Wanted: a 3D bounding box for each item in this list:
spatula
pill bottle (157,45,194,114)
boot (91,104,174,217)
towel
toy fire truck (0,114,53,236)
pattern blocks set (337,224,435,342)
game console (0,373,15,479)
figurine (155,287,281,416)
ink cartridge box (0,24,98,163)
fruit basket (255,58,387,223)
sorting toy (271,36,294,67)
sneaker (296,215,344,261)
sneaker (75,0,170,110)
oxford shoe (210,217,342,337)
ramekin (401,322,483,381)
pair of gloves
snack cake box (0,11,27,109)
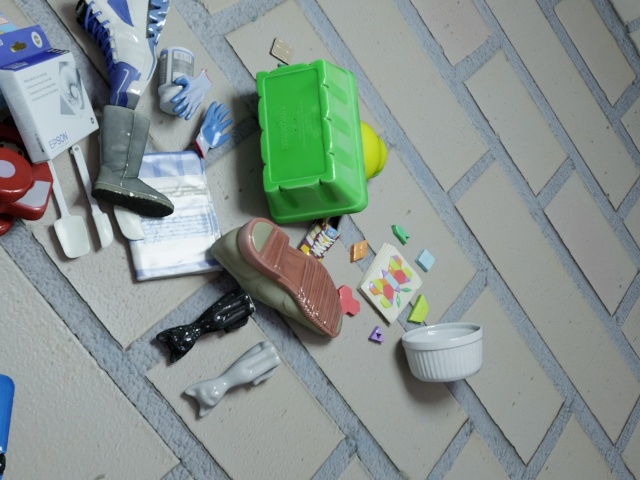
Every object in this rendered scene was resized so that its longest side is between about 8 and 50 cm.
[{"bbox_3d":[-0.476,-0.096,1.325,0.168,0.019,0.242,-18,84,-26],"label":"spatula"},{"bbox_3d":[-0.329,-0.363,1.469,0.078,0.078,0.137,9,74,-31],"label":"pill bottle"},{"bbox_3d":[-0.386,-0.167,1.364,0.189,0.076,0.209,23,52,-33],"label":"boot"},{"bbox_3d":[-0.329,-0.058,1.419,0.209,0.034,0.285,-9,81,-32],"label":"towel"},{"bbox_3d":[-0.642,-0.161,1.181,0.302,0.169,0.254,19,50,-28],"label":"toy fire truck"},{"bbox_3d":[0.183,0.113,1.706,0.285,0.026,0.325,36,61,-20],"label":"pattern blocks set"},{"bbox_3d":[-0.694,0.362,1.081,0.293,0.173,0.250,14,102,-29],"label":"game console"},{"bbox_3d":[-0.217,0.244,1.390,0.209,0.092,0.215,-28,94,-27],"label":"figurine"},{"bbox_3d":[-0.512,-0.283,1.206,0.223,0.045,0.224,-79,155,-64],"label":"ink cartridge box"},{"bbox_3d":[0.006,-0.229,1.587,0.392,0.282,0.392,-8,90,-76],"label":"fruit basket"},{"bbox_3d":[-0.102,-0.483,1.684,0.062,0.012,0.083,29,60,-29],"label":"sorting toy"},{"bbox_3d":[0.000,0.000,1.582,0.069,0.084,0.186,34,62,-21],"label":"sneaker"},{"bbox_3d":[-0.446,-0.435,1.397,0.182,0.127,0.316,17,62,-24],"label":"sneaker"},{"bbox_3d":[-0.087,0.097,1.484,0.397,0.146,0.141,50,40,-33],"label":"oxford shoe"},{"bbox_3d":[0.315,0.285,1.645,0.207,0.207,0.109,-10,93,-34],"label":"ramekin"},{"bbox_3d":[-0.267,-0.294,1.467,0.198,0.023,0.159,65,35,-36],"label":"pair of gloves"},{"bbox_3d":[-0.625,-0.320,1.183,0.152,0.089,0.264,44,23,-14],"label":"snack cake box"}]
